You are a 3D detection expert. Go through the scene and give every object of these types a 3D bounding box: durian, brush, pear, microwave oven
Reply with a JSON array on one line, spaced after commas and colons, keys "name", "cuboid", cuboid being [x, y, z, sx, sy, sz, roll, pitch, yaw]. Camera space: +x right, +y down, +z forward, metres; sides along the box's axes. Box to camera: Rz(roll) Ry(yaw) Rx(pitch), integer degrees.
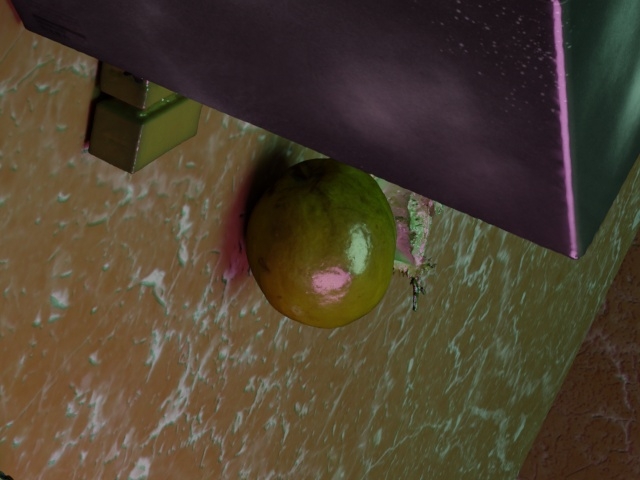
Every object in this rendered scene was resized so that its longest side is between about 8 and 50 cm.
[{"name": "durian", "cuboid": [0.078, -0.028, 1.981, 0.086, 0.100, 0.215, -38, 139, -46]}, {"name": "brush", "cuboid": [-0.100, -0.140, 1.505, 0.233, 0.047, 0.103, -36, 144, -55]}, {"name": "pear", "cuboid": [0.000, 0.000, 1.768, 0.149, 0.149, 0.162, -47, 142, -41]}, {"name": "microwave oven", "cuboid": [0.010, -0.222, 1.132, 0.236, 0.432, 0.374, -58, 159, -20]}]

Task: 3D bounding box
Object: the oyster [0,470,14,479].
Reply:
[{"name": "oyster", "cuboid": [-0.301, 0.260, 1.397, 0.223, 0.083, 0.214, 51, 54, -48]}]
